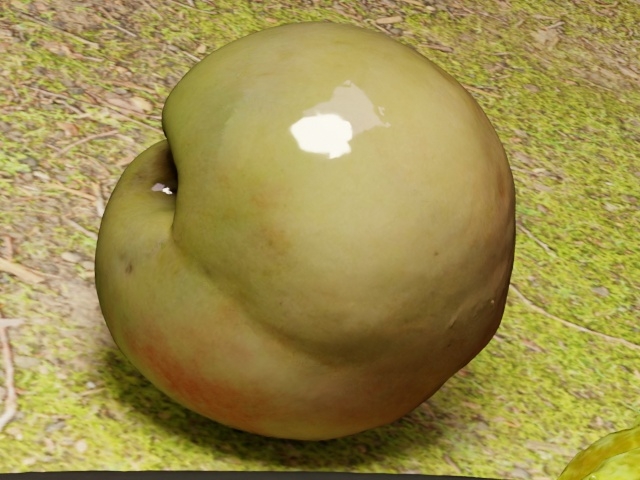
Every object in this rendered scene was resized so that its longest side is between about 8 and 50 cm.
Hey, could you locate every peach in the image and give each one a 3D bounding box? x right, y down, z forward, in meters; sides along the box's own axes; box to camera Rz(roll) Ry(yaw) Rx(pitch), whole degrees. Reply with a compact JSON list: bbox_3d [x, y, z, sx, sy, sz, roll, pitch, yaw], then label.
[{"bbox_3d":[-0.001,0.001,1.343,0.292,0.292,0.247,8,18,-16],"label":"peach"}]

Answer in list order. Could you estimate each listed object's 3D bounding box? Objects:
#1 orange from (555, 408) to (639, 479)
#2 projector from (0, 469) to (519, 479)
[{"bbox_3d":[0.241,0.223,1.122,0.300,0.223,0.301,26,11,-15],"label":"orange"},{"bbox_3d":[-0.017,0.296,0.831,0.405,0.242,0.395,2,32,-23],"label":"projector"}]
